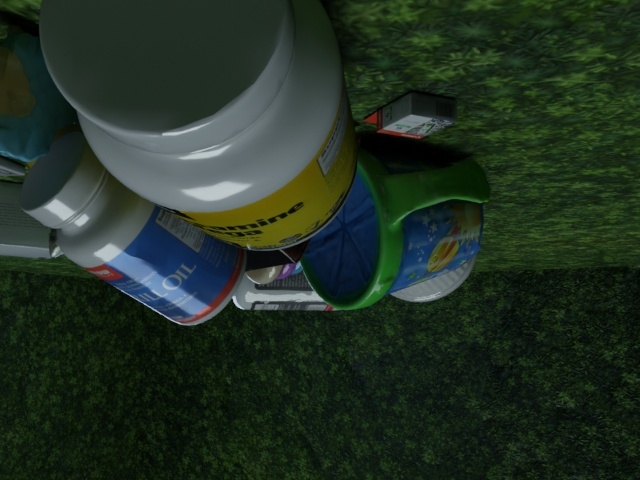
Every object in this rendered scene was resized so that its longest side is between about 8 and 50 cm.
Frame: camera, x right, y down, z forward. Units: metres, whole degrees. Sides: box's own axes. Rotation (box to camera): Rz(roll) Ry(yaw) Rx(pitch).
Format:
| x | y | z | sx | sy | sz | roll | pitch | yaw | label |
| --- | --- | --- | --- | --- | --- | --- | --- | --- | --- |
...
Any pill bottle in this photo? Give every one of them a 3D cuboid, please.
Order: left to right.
| x | y | z | sx | sy | sz | roll | pitch | yaw | label |
| --- | --- | --- | --- | --- | --- | --- | --- | --- | --- |
| -0.189 | -0.010 | 0.716 | 0.124 | 0.124 | 0.221 | -5 | 147 | 39 | pill bottle |
| -0.071 | -0.102 | 0.542 | 0.187 | 0.188 | 0.334 | 0 | 172 | 7 | pill bottle |
| -0.104 | 0.068 | 1.555 | 0.318 | 0.177 | 0.176 | 2 | 172 | -13 | pill bottle |

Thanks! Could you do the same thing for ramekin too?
| x | y | z | sx | sy | sz | roll | pitch | yaw | label |
| --- | --- | --- | --- | --- | --- | --- | --- | --- | --- |
| 0.164 | -0.003 | 1.219 | 0.207 | 0.207 | 0.109 | -3 | 162 | 25 | ramekin |

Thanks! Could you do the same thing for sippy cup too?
| x | y | z | sx | sy | sz | roll | pitch | yaw | label |
| --- | --- | --- | --- | --- | --- | --- | --- | --- | --- |
| 0.111 | -0.027 | 1.026 | 0.223 | 0.240 | 0.305 | -7 | -158 | -32 | sippy cup |

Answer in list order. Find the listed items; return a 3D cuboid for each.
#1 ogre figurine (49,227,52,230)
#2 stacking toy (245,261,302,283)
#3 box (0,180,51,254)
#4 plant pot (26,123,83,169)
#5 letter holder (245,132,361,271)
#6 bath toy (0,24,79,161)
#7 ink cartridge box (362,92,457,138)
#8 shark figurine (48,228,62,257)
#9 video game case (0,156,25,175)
| x | y | z | sx | sy | sz | roll | pitch | yaw | label |
| --- | --- | --- | --- | --- | --- | --- | --- | --- | --- |
| -0.415 | -0.045 | 1.236 | 0.118 | 0.197 | 0.097 | 35 | 136 | 9 | ogre figurine |
| 0.000 | 0.000 | 1.410 | 0.330 | 0.141 | 0.141 | -7 | 178 | -37 | stacking toy |
| -0.585 | -0.036 | 1.337 | 0.181 | 0.119 | 0.181 | 6 | 170 | -33 | box |
| -0.280 | -0.115 | 0.772 | 0.095 | 0.134 | 0.134 | 27 | 175 | 8 | plant pot |
| -0.113 | -0.083 | 0.935 | 0.152 | 0.215 | 0.301 | 40 | 153 | -23 | letter holder |
| -0.401 | -0.119 | 0.684 | 0.348 | 0.129 | 0.151 | -3 | 172 | 28 | bath toy |
| 0.102 | -0.141 | 0.819 | 0.062 | 0.029 | 0.115 | 4 | 171 | -25 | ink cartridge box |
| -0.343 | -0.083 | 1.172 | 0.116 | 0.166 | 0.278 | 25 | -156 | 30 | shark figurine |
| -0.565 | -0.123 | 1.071 | 0.143 | 0.019 | 0.157 | 0 | 173 | 10 | video game case |
